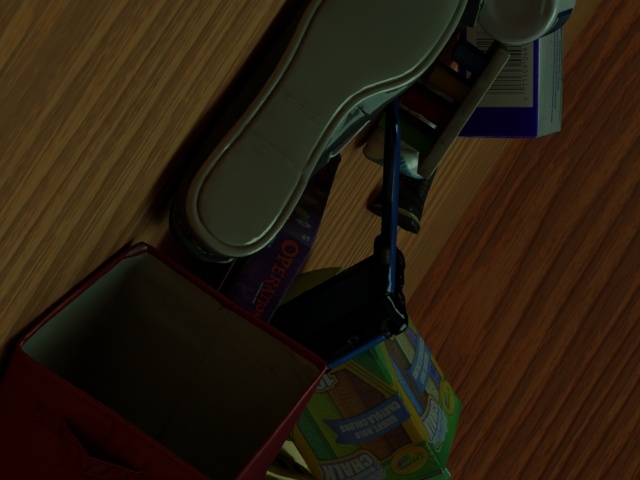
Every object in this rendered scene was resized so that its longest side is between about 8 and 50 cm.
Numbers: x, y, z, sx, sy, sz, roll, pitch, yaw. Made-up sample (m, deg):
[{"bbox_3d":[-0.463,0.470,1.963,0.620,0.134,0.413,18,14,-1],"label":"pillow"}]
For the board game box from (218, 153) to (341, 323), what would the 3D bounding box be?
[{"bbox_3d":[-0.059,0.035,1.555,0.347,0.056,0.208,-72,-172,-73],"label":"board game box"}]

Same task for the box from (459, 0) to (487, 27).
[{"bbox_3d":[0.182,-0.360,1.566,0.216,0.060,0.270,96,19,-73],"label":"box"}]

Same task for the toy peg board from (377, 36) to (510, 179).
[{"bbox_3d":[0.131,-0.165,1.869,0.160,0.079,0.161,-57,-177,11],"label":"toy peg board"}]

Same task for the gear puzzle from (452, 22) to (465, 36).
[{"bbox_3d":[0.102,-0.232,1.790,0.339,0.044,0.175,-47,168,-40],"label":"gear puzzle"}]

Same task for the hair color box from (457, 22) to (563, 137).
[{"bbox_3d":[0.244,-0.226,2.151,0.339,0.110,0.185,-18,109,-75],"label":"hair color box"}]

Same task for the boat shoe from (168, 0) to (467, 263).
[{"bbox_3d":[-0.010,-0.120,1.362,0.335,0.112,0.095,-51,-164,-18],"label":"boat shoe"}]

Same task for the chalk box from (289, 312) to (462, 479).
[{"bbox_3d":[0.053,0.175,1.709,0.132,0.213,0.132,-24,-162,23],"label":"chalk box"}]

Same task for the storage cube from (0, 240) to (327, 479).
[{"bbox_3d":[-0.141,0.153,1.276,0.193,0.184,0.215,-61,172,34],"label":"storage cube"}]

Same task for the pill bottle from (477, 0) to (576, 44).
[{"bbox_3d":[0.230,-0.268,1.858,0.094,0.094,0.169,-60,170,19],"label":"pill bottle"}]

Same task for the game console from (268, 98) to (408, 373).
[{"bbox_3d":[0.000,0.000,1.570,0.250,0.173,0.293,-29,-172,7],"label":"game console"}]

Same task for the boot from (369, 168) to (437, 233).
[{"bbox_3d":[0.132,-0.086,2.418,0.137,0.077,0.198,-62,-175,2],"label":"boot"}]

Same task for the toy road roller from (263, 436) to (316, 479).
[{"bbox_3d":[-0.071,0.303,1.757,0.329,0.240,0.202,26,98,-44],"label":"toy road roller"}]

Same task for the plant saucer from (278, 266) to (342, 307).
[{"bbox_3d":[-0.059,0.131,2.152,0.188,0.045,0.188,-49,168,-48],"label":"plant saucer"}]

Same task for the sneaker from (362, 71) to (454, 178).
[{"bbox_3d":[0.115,-0.145,2.051,0.228,0.087,0.092,-57,169,-62],"label":"sneaker"}]
